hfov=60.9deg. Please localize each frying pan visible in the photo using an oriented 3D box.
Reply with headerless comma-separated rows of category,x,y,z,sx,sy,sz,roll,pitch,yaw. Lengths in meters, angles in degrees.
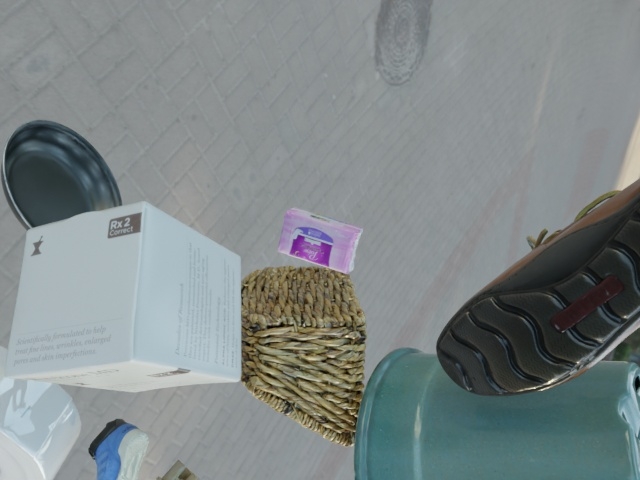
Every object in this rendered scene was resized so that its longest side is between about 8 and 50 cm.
frying pan,-0.327,-0.010,0.762,0.326,0.053,0.197,67,20,-13

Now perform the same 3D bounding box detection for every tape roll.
tape roll,-0.501,0.263,0.782,0.100,0.286,0.286,-73,161,-52

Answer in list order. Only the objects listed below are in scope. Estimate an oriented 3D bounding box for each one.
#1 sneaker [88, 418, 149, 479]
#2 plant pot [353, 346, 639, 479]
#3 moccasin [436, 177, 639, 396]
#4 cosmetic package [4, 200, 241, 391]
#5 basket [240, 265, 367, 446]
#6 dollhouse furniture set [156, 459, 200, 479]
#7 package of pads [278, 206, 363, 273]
sneaker,-0.328,0.355,0.847,0.058,0.084,0.152,24,83,-53
plant pot,0.279,0.306,0.757,0.341,0.334,0.341,24,59,-48
moccasin,0.278,0.042,0.594,0.147,0.139,0.380,-20,151,-56
cosmetic package,-0.191,0.071,0.573,0.183,0.151,0.152,38,44,-60
basket,-0.043,0.184,0.925,0.299,0.213,0.223,-103,-166,-76
dollhouse furniture set,-0.175,0.442,0.818,0.101,0.182,0.161,-46,110,-26
package of pads,0.000,0.000,0.576,0.032,0.083,0.050,-34,139,-67
